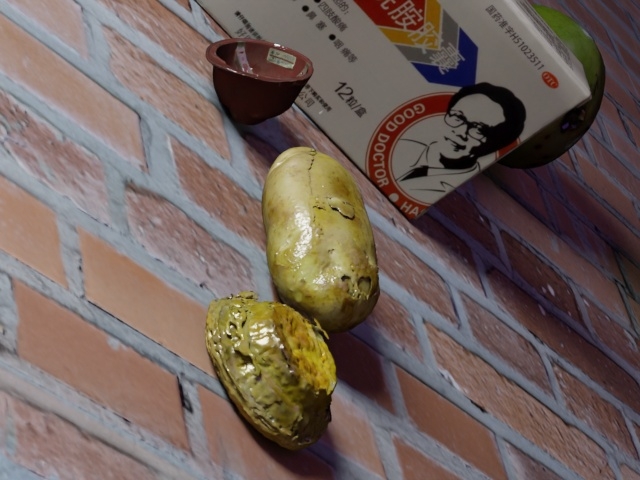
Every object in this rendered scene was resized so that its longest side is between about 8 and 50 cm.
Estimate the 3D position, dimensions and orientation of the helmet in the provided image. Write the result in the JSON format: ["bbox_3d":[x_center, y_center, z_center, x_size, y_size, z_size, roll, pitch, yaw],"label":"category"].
[{"bbox_3d":[-0.058,-0.127,1.635,0.089,0.057,0.111,23,23,14],"label":"helmet"}]

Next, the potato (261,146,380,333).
[{"bbox_3d":[0.000,0.000,1.546,0.107,0.080,0.170,54,16,-40],"label":"potato"}]

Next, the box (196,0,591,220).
[{"bbox_3d":[0.057,-0.199,1.768,0.353,0.214,0.069,44,22,-29],"label":"box"}]

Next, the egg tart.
[{"bbox_3d":[-0.030,0.085,1.394,0.130,0.052,0.130,42,27,-27],"label":"egg tart"}]

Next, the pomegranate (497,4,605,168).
[{"bbox_3d":[0.216,-0.187,2.147,0.179,0.179,0.210,7,51,-63],"label":"pomegranate"}]
